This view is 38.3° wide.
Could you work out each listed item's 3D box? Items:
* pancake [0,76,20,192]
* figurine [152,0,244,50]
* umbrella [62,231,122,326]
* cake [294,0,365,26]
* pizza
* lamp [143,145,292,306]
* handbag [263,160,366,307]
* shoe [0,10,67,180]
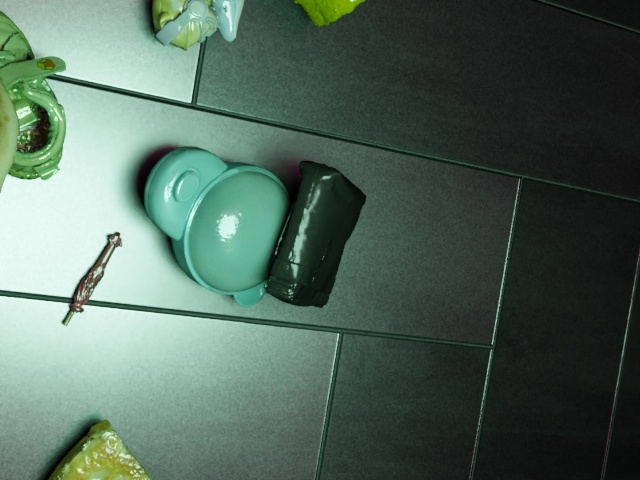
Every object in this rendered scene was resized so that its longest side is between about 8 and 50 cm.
[{"bbox_3d":[-0.587,-0.139,1.180,0.382,0.071,0.383,0,69,-1],"label":"pancake"},{"bbox_3d":[-0.202,-0.387,1.402,0.208,0.128,0.184,45,78,-13],"label":"figurine"},{"bbox_3d":[-0.352,0.060,1.424,0.027,0.025,0.165,28,80,-3],"label":"umbrella"},{"bbox_3d":[0.050,-0.475,1.480,0.260,0.179,0.156,-47,112,-17],"label":"cake"},{"bbox_3d":[-0.343,0.449,1.429,0.223,0.089,0.324,27,85,-19],"label":"pizza"},{"bbox_3d":[-0.152,-0.033,1.441,0.284,0.147,0.209,38,77,-23],"label":"lamp"},{"bbox_3d":[0.000,0.000,1.479,0.080,0.247,0.223,14,86,16],"label":"handbag"},{"bbox_3d":[-0.439,-0.213,1.315,0.140,0.128,0.262,-31,110,-34],"label":"shoe"}]
